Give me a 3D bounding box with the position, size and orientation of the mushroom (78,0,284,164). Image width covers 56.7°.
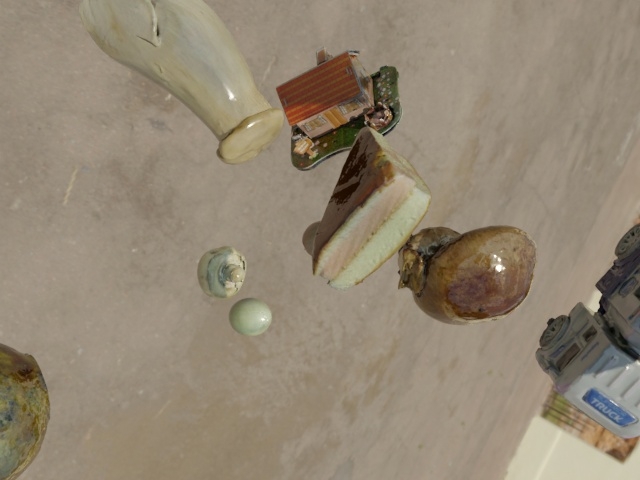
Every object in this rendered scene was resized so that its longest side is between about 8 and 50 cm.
[{"bbox_3d":[-0.139,-0.191,0.619,0.108,0.247,0.096,-47,-177,-14],"label":"mushroom"}]

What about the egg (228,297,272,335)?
[{"bbox_3d":[-0.207,0.226,1.755,0.114,0.152,0.114,-1,92,-44],"label":"egg"}]

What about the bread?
[{"bbox_3d":[0.035,-0.024,0.352,0.043,0.062,0.109,32,66,-24],"label":"bread"}]

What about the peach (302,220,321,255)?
[{"bbox_3d":[0.001,-0.002,1.256,0.083,0.083,0.083,-38,142,-38],"label":"peach"}]

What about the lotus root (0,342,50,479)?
[{"bbox_3d":[-0.554,0.278,0.813,0.346,0.250,0.251,-23,133,-35],"label":"lotus root"}]

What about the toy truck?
[{"bbox_3d":[0.340,0.071,0.579,0.268,0.124,0.155,-56,177,17],"label":"toy truck"}]

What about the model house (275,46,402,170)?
[{"bbox_3d":[0.017,-0.307,1.315,0.154,0.293,0.207,40,39,-43],"label":"model house"}]

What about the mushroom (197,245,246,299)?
[{"bbox_3d":[-0.255,0.086,1.586,0.154,0.122,0.154,-13,106,-52],"label":"mushroom"}]

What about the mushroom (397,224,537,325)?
[{"bbox_3d":[0.296,0.073,1.223,0.263,0.283,0.195,82,19,-65],"label":"mushroom"}]
